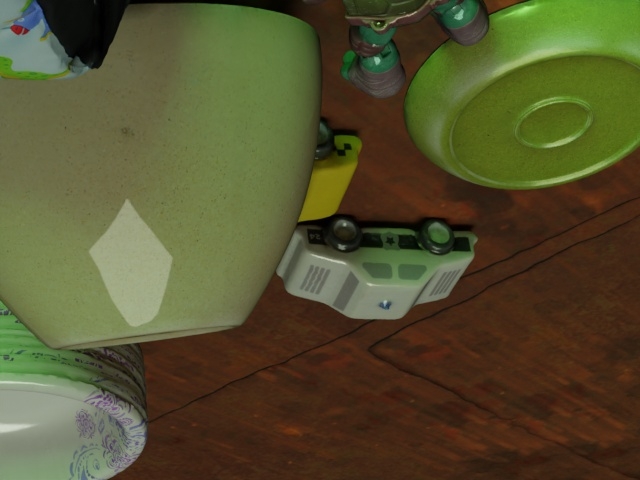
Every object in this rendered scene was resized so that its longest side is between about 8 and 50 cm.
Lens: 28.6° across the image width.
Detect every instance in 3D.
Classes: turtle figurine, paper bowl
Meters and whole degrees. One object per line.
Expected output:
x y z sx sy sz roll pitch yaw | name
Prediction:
0.039 -0.187 0.821 0.175 0.118 0.234 -15 153 10 | turtle figurine
-0.311 0.135 1.211 0.284 0.148 0.284 -6 149 -4 | paper bowl

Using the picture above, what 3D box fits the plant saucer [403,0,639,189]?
0.191 -0.109 1.046 0.241 0.037 0.241 -6 149 -4 | plant saucer

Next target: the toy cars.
0.000 0.000 1.126 0.176 0.087 0.393 -25 145 25 | toy cars

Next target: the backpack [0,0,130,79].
-0.187 -0.225 0.578 0.273 0.290 0.355 -8 156 15 | backpack

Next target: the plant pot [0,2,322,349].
-0.128 -0.027 0.856 0.284 0.191 0.284 -8 175 -1 | plant pot
